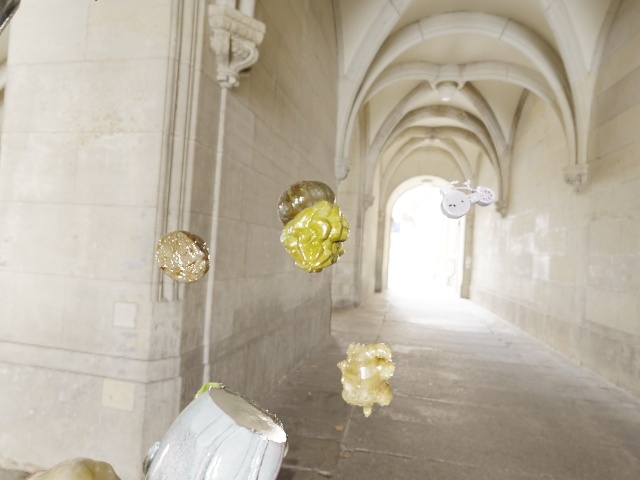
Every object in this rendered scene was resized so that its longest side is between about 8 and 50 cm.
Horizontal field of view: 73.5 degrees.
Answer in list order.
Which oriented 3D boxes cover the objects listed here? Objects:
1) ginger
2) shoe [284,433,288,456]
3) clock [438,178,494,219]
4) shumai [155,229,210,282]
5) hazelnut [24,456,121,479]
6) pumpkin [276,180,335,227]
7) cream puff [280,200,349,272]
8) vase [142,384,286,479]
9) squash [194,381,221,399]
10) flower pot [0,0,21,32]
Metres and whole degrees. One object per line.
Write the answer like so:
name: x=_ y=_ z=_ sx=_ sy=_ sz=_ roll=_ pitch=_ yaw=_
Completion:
ginger: x=0.126 y=0.383 z=1.184 sx=0.157 sy=0.215 sz=0.102 roll=-1 pitch=8 yaw=5
shoe: x=-0.189 y=0.573 z=1.294 sx=0.228 sy=0.099 sz=0.112 roll=31 pitch=-44 yaw=0
clock: x=0.344 y=-0.102 z=1.016 sx=0.130 sy=0.086 sz=0.041 roll=-16 pitch=-18 yaw=-5
shumai: x=-0.337 y=0.043 z=1.093 sx=0.139 sy=0.123 sz=0.105 roll=36 pitch=6 yaw=30
hazelnut: x=-0.403 y=0.490 z=0.661 sx=0.262 sy=0.260 sz=0.241 roll=3 pitch=-13 yaw=27
pumpkin: x=-0.054 y=-0.111 z=1.528 sx=0.219 sy=0.162 sz=0.219 roll=-24 pitch=-20 yaw=-9
cream puff: x=0.000 y=0.000 z=0.831 sx=0.146 sy=0.116 sz=0.146 roll=-29 pitch=-20 yaw=-12
vase: x=-0.251 y=0.517 z=0.800 sx=0.250 sy=0.445 sz=0.250 roll=30 pitch=-10 yaw=6
squash: x=-0.265 y=0.472 z=1.026 sx=0.084 sy=0.249 sz=0.083 roll=-9 pitch=-24 yaw=-4
flower pot: x=-0.823 y=-0.488 z=0.959 sx=0.269 sy=0.268 sz=0.166 roll=2 pitch=-25 yaw=43
